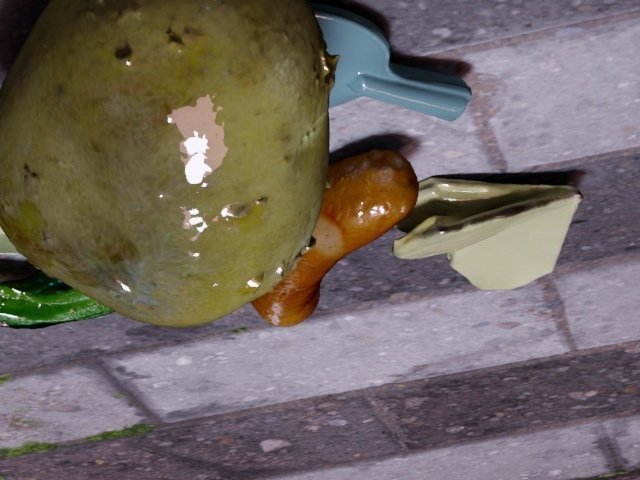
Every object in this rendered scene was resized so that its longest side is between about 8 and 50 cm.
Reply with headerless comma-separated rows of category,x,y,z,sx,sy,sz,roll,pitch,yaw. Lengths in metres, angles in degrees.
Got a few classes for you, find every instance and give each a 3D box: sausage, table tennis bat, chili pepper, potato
sausage,-0.004,0.000,1.851,0.103,0.076,0.302,-4,158,-24
table tennis bat,0.017,-0.140,1.605,0.237,0.038,0.149,12,149,-25
chili pepper,-0.234,0.036,1.886,0.279,0.065,0.122,-10,162,16
potato,-0.106,-0.080,1.469,0.270,0.219,0.359,31,143,-3

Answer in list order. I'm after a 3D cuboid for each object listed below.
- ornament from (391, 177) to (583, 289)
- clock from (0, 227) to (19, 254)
ornament,0.177,-0.014,1.893,0.180,0.059,0.201,-24,153,32
clock,-0.276,-0.044,1.746,0.235,0.029,0.235,-5,155,-2
